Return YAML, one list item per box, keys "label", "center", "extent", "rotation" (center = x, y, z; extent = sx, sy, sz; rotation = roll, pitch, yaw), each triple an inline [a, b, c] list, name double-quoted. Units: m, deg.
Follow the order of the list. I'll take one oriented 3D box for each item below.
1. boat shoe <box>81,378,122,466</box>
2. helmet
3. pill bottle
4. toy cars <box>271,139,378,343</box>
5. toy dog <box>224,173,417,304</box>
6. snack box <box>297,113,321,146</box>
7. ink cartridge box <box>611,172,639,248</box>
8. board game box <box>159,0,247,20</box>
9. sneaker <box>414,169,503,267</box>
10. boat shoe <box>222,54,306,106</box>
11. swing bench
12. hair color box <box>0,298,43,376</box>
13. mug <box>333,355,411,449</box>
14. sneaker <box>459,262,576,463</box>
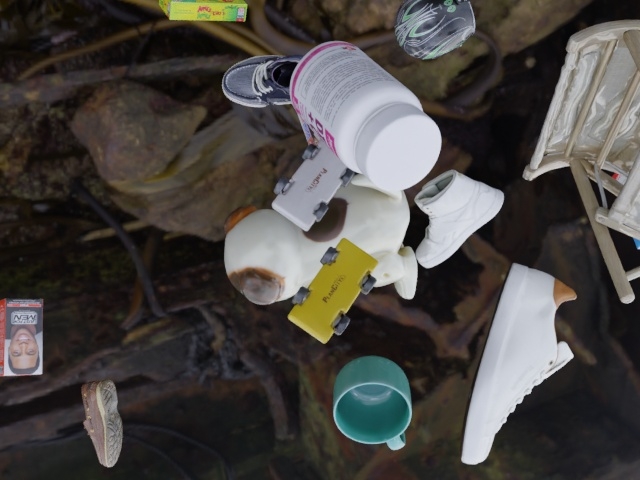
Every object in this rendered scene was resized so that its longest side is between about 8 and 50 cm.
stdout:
- label: "boat shoe"
  center: [-0.434, 0.360, 1.514]
  extent: [0.060, 0.178, 0.064]
  rotation: [-2, -170, 15]
- label: "helmet"
  center: [0.246, -0.485, 1.704]
  extent: [0.161, 0.169, 0.169]
  rotation: [-23, 156, 0]
- label: "pill bottle"
  center: [0.072, -0.210, 1.281]
  extent: [0.160, 0.283, 0.160]
  rotation: [-15, 129, -19]
- label: "toy cars"
  center: [0.000, 0.000, 1.368]
  extent: [0.176, 0.394, 0.087]
  rotation: [-2, 156, -18]
- label: "toy dog"
  center: [-0.009, 0.019, 1.691]
  extent: [0.407, 0.285, 0.395]
  rotation: [-15, 162, -7]
- label: "snack box"
  center: [-0.013, -0.277, 1.986]
  extent: [0.064, 0.178, 0.022]
  rotation: [22, 122, -32]
- label: "ink cartridge box"
  center: [0.686, -0.112, 1.589]
  extent: [0.078, 0.231, 0.134]
  rotation: [0, 146, -13]
- label: "board game box"
  center: [-0.271, -0.545, 1.767]
  extent: [0.181, 0.092, 0.043]
  rotation: [-7, 129, -26]
- label: "sneaker"
  center: [0.280, -0.059, 1.841]
  extent: [0.169, 0.108, 0.292]
  rotation: [25, 132, -18]
- label: "boat shoe"
  center: [-0.110, -0.376, 1.752]
  extent: [0.340, 0.127, 0.158]
  rotation: [2, -178, 27]
- label: "swing bench"
  center: [0.410, -0.108, 0.963]
  extent: [0.165, 0.255, 0.253]
  rotation: [-20, 148, -14]
- label: "hair color box"
  center: [-0.558, 0.180, 1.425]
  extent: [0.072, 0.141, 0.043]
  rotation: [4, 168, -36]
- label: "mug"
  center: [0.085, 0.270, 1.286]
  extent: [0.129, 0.097, 0.158]
  rotation: [4, 119, 0]
- label: "sneaker"
  center: [0.280, 0.185, 1.067]
  extent: [0.123, 0.290, 0.106]
  rotation: [19, 179, 10]
